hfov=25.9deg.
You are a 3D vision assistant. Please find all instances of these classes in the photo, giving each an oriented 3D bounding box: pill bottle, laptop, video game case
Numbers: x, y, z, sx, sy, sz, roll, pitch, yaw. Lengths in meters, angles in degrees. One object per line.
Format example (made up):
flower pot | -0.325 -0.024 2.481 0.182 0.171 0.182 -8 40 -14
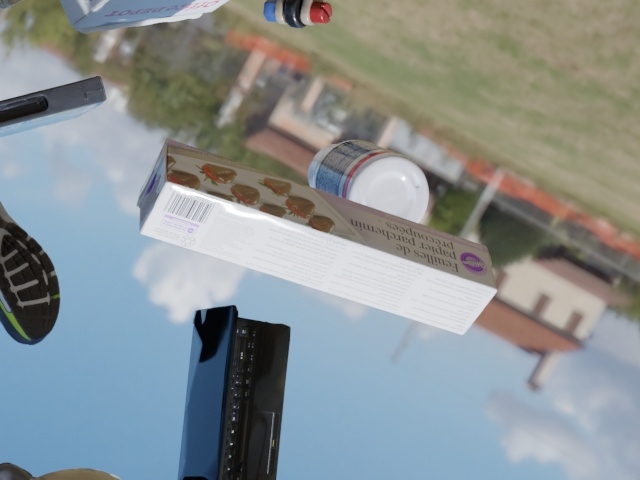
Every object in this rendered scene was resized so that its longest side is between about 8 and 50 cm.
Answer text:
pill bottle | 0.053 -0.070 1.755 0.108 0.108 0.180 27 -178 -25
laptop | -0.071 0.193 1.445 0.136 0.234 0.264 1 172 35
video game case | -0.390 -0.137 1.617 0.248 0.035 0.275 -16 -174 -16

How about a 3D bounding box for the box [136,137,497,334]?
box | 0.000 0.000 1.220 0.324 0.067 0.063 17 -143 -20

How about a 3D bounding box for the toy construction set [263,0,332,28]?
toy construction set | -0.009 -0.503 2.191 0.309 0.237 0.257 -4 141 49

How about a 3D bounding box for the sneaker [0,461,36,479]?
sneaker | -0.441 0.443 2.252 0.098 0.083 0.223 -20 111 47

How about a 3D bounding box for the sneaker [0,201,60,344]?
sneaker | -0.457 0.023 1.866 0.111 0.121 0.300 -12 -118 -53

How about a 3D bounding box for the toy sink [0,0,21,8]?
toy sink | -0.470 -0.380 1.866 0.234 0.131 0.153 -80 -29 -71

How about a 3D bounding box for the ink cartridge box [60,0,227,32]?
ink cartridge box | -0.134 -0.423 1.746 0.279 0.385 0.160 -18 -96 -51

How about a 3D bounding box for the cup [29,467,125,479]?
cup | -0.227 0.439 1.483 0.237 0.331 0.331 17 175 43
